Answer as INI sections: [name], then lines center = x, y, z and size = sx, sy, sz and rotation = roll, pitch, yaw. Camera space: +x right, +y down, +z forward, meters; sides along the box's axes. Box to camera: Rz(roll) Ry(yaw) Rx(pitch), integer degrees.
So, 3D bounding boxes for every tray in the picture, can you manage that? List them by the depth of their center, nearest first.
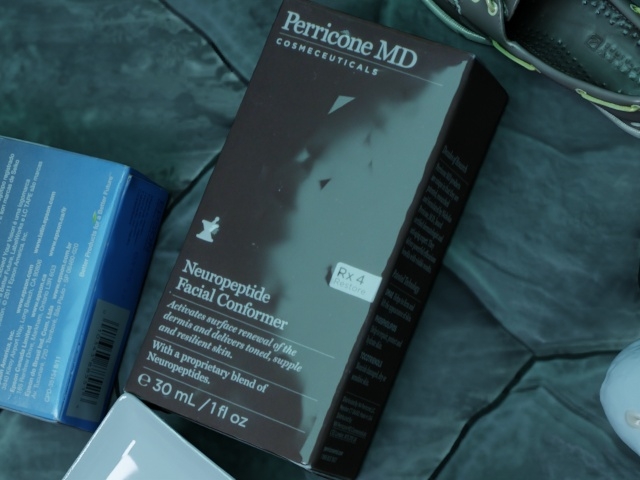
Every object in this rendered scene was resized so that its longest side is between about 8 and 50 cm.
[tray]
center = -0.184, 0.276, 1.682
size = 0.145, 0.030, 0.270
rotation = 38, 100, 15

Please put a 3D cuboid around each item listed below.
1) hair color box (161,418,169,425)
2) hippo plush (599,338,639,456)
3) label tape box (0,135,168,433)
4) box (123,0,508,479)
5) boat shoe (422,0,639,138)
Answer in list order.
[hair color box]
center = -0.134, 0.253, 1.735
size = 0.093, 0.053, 0.167
rotation = -29, 66, -10
[hippo plush]
center = 0.360, 0.113, 1.577
size = 0.237, 0.234, 0.294
rotation = -35, 113, 26
[label tape box]
center = -0.336, 0.020, 1.833
size = 0.334, 0.106, 0.240
rotation = 14, 84, 20
[box]
center = 0.000, 0.000, 1.717
size = 0.191, 0.143, 0.381
rotation = 20, 84, 20
[boat shoe]
center = 0.192, -0.205, 1.718
size = 0.324, 0.097, 0.116
rotation = 39, 92, 20
